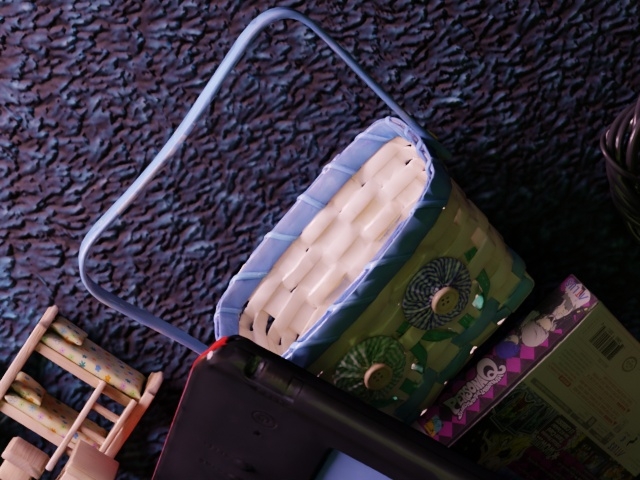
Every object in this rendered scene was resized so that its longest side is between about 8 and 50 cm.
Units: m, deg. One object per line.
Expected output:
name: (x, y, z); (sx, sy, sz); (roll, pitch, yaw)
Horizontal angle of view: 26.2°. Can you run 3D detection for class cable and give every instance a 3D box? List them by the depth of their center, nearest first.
cable: (0.312, -0.052, 1.119); (0.184, 0.047, 0.150); (12, 105, -6)

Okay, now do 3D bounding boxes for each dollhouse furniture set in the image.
dollhouse furniture set: (-0.228, 0.113, 1.070); (0.182, 0.161, 0.101); (33, 98, -8)

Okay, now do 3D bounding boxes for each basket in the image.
basket: (0.000, 0.000, 1.035); (0.289, 0.201, 0.255); (35, 99, -17)

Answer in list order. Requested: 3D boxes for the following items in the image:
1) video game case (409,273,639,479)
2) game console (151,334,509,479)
video game case: (0.179, 0.154, 1.086); (0.210, 0.042, 0.232); (-45, 137, 6)
game console: (0.055, 0.241, 1.023); (0.386, 0.342, 0.060); (28, 58, 3)
